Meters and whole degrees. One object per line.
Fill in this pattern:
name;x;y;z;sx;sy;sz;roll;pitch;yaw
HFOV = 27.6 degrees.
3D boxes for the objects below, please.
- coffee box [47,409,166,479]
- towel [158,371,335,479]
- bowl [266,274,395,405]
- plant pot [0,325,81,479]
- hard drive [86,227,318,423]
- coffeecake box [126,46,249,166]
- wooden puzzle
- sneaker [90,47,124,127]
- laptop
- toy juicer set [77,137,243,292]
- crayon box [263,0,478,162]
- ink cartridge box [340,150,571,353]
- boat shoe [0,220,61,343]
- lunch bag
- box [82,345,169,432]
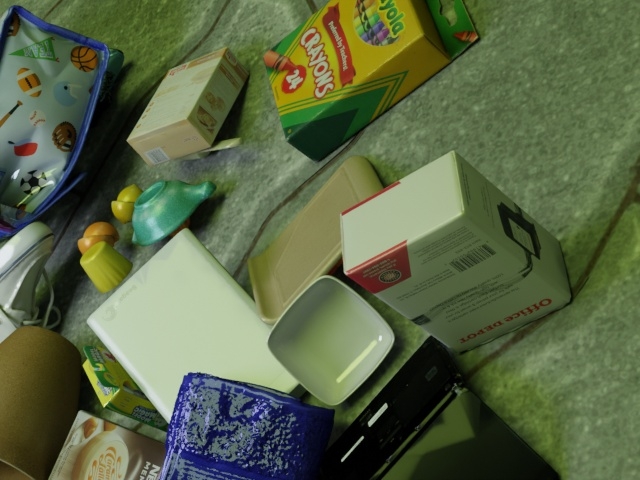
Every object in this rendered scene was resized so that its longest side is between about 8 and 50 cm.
coffee box;-0.274;0.347;1.877;0.246;0.098;0.141;9;73;46
towel;-0.124;0.336;1.693;0.227;0.076;0.308;10;80;25
bowl;0.017;0.130;1.736;0.142;0.053;0.142;43;100;7
plant pot;-0.481;0.269;2.049;0.237;0.237;0.254;-13;45;38
hard drive;-0.170;0.151;1.844;0.203;0.040;0.307;-43;63;-2
coffeecake box;-0.218;-0.222;2.160;0.142;0.068;0.185;-15;38;38
wooden puzzle;0.000;0.000;1.842;0.238;0.044;0.221;-44;23;10
sneaker;-0.404;-0.279;2.427;0.073;0.063;0.162;33;99;39
laptop;0.136;0.279;1.597;0.234;0.136;0.264;-49;17;8
toy juicer set;-0.259;-0.054;2.138;0.329;0.089;0.209;-42;22;-5
crayon box;0.068;-0.290;1.962;0.318;0.081;0.202;-36;45;21
ink cartridge box;0.164;0.021;1.563;0.172;0.237;0.100;-29;46;28
boat shoe;-0.521;0.139;2.204;0.156;0.136;0.367;42;114;7
lunch bag;-0.544;-0.164;2.288;0.328;0.239;0.385;-19;54;60
box;-0.270;0.219;1.892;0.043;0.179;0.105;-49;42;9
